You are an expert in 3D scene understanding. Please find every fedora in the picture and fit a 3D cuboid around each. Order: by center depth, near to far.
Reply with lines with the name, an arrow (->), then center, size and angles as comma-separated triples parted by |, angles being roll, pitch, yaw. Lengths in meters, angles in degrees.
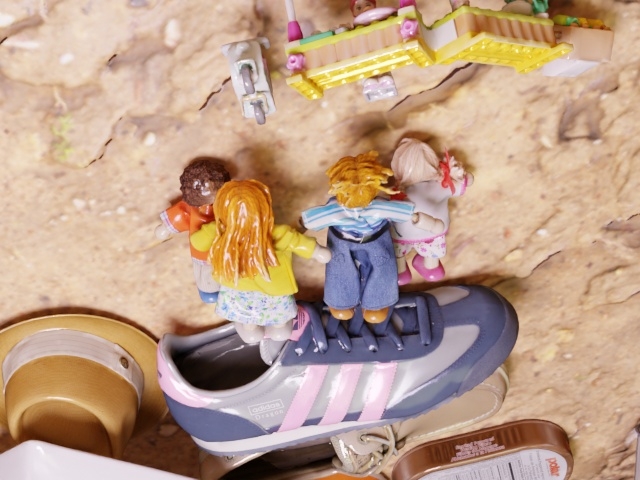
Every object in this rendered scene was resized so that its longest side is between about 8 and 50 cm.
fedora -> -0.222, 0.150, 1.102 | 0.194, 0.079, 0.194 | -5, 134, -5

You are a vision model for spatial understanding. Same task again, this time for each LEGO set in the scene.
LEGO set -> 0.071, -0.165, 0.863 | 0.287, 0.107, 0.132 | -10, 169, -6

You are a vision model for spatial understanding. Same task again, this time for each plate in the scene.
plate -> -0.192, 0.260, 1.156 | 0.277, 0.045, 0.278 | 19, 153, -27

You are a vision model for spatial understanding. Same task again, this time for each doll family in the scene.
doll family -> 0.000, 0.000, 0.967 | 0.263, 0.118, 0.163 | -7, 133, -2

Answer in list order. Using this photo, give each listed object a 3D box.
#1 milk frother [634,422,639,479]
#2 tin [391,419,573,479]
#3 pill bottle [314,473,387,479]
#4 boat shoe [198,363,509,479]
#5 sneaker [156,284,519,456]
milk frother -> 0.339, 0.252, 1.282 | 0.143, 0.129, 0.134 | 6, 100, 24
tin -> 0.169, 0.242, 1.281 | 0.190, 0.040, 0.106 | -15, 138, 5
pill bottle -> 0.029, 0.344, 1.226 | 0.121, 0.221, 0.121 | -4, 134, -5
boat shoe -> 0.033, 0.178, 1.154 | 0.302, 0.098, 0.109 | -11, 133, 1
sneaker -> 0.010, 0.095, 1.064 | 0.319, 0.112, 0.131 | -20, 136, 8
